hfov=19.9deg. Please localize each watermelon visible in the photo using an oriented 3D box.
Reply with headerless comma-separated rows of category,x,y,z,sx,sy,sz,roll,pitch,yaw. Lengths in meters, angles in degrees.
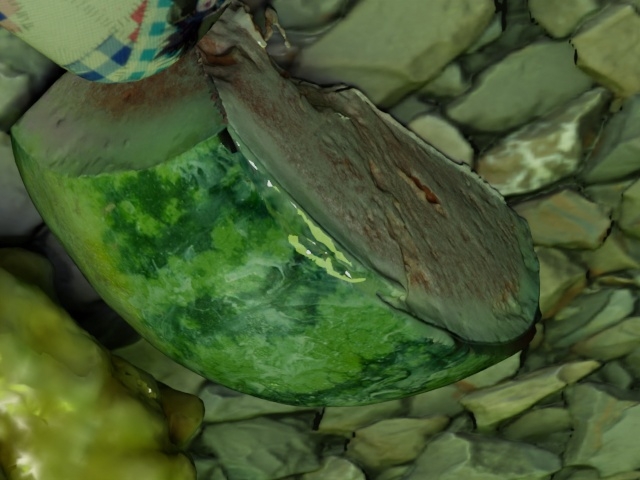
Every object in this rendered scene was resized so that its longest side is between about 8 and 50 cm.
watermelon,0.000,0.000,0.954,0.224,0.180,0.305,13,168,45

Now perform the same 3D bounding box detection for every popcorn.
popcorn,-0.205,0.146,0.969,0.335,0.274,0.279,45,158,-5

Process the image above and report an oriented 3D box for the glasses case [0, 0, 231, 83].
glasses case,-0.150,-0.177,0.727,0.327,0.076,0.125,35,92,-42
